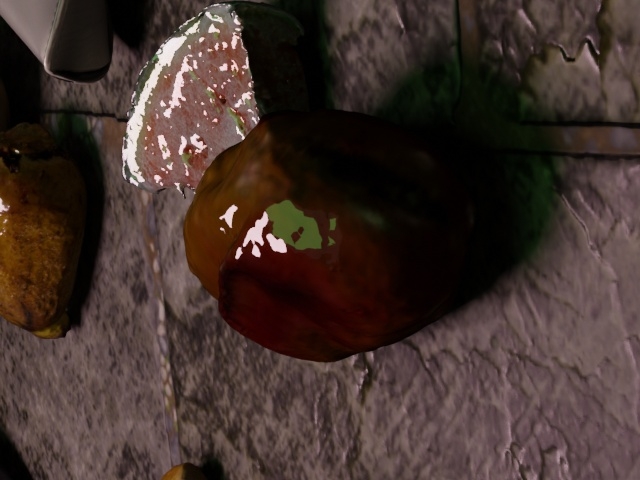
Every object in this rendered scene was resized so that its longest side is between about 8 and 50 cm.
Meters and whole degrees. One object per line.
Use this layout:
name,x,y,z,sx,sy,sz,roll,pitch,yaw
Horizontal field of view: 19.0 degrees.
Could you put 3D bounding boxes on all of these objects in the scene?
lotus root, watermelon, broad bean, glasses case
lotus root,-0.235,0.006,1.534,0.108,0.094,0.191,11,118,26
watermelon,-0.050,-0.070,1.233,0.139,0.071,0.187,57,138,17
broad bean,0.003,-0.001,1.108,0.122,0.156,0.228,-63,15,-19
glasses case,-0.228,-0.237,1.461,0.308,0.083,0.128,46,130,44

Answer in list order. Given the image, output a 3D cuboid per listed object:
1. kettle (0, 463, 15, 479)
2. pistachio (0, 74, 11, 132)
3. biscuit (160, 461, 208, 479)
kettle,-0.414,0.336,1.800,0.321,0.228,0.324,46,144,31
pistachio,-0.340,-0.066,1.615,0.162,0.181,0.293,20,127,12
biscuit,-0.069,0.320,1.399,0.299,0.045,0.154,65,148,24
